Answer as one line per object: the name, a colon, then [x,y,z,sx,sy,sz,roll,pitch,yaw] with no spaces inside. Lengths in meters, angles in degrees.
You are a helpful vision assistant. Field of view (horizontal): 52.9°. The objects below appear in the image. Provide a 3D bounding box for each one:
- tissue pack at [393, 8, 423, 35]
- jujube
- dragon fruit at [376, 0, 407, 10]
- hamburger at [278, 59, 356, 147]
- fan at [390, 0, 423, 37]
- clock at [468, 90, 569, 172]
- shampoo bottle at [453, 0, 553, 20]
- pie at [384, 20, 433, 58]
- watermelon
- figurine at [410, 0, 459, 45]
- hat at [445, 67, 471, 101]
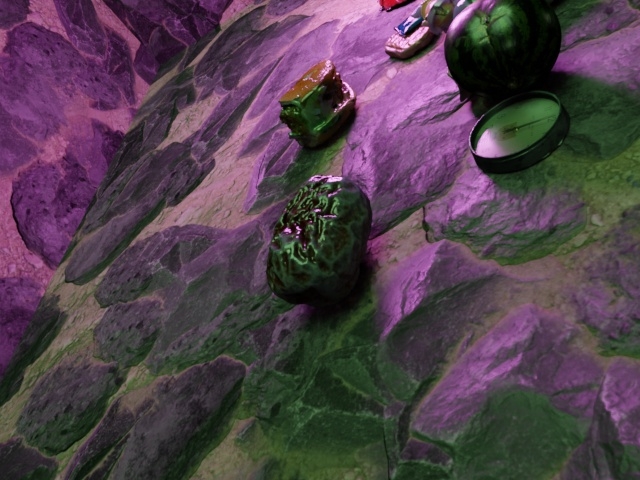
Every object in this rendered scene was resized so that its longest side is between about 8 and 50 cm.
tissue pack: [0.306,-0.721,2.088,0.138,0.028,0.085,-38,32,8]
jujube: [0.000,0.000,1.470,0.226,0.226,0.317,-9,52,40]
dragon fruit: [0.325,-0.979,2.393,0.282,0.100,0.343,-54,33,-10]
hamburger: [0.001,-0.424,2.006,0.288,0.167,0.192,-48,32,-10]
fan: [0.306,-0.759,2.223,0.038,0.016,0.193,19,67,51]
clock: [0.442,-0.247,1.450,0.226,0.049,0.226,-29,35,22]
shampoo bottle: [0.520,-0.689,1.776,0.349,0.151,0.222,-41,64,3]
pie: [0.299,-0.665,2.093,0.195,0.046,0.195,-28,36,23]
watermelon: [0.430,-0.460,1.522,0.269,0.269,0.269,-27,35,21]
figurine: [0.361,-0.672,1.917,0.208,0.184,0.128,42,107,32]
hat: [0.379,-0.439,1.672,0.081,0.122,0.166,-21,15,42]
